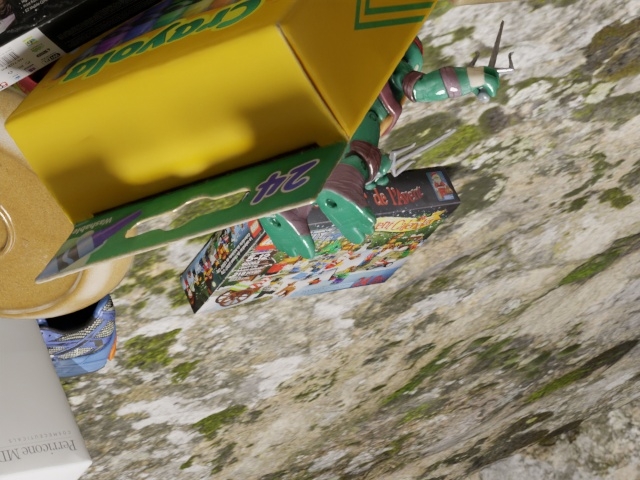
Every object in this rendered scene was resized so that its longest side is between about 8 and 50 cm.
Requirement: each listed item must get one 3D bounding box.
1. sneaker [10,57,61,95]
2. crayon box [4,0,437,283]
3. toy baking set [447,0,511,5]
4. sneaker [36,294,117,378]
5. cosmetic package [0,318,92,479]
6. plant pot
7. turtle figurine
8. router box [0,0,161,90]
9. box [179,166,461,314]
[{"bbox_3d":[-0.206,-0.092,1.339,0.208,0.081,0.094,-38,158,5],"label":"sneaker"},{"bbox_3d":[-0.043,-0.121,1.103,0.203,0.083,0.323,-16,-151,34],"label":"crayon box"},{"bbox_3d":[0.153,-0.243,1.428,0.256,0.030,0.196,-12,153,-30],"label":"toy baking set"},{"bbox_3d":[-0.281,0.084,1.699,0.221,0.083,0.087,-17,145,-33],"label":"sneaker"},{"bbox_3d":[-0.338,0.125,1.506,0.224,0.224,0.138,-6,153,-41],"label":"cosmetic package"},{"bbox_3d":[-0.243,-0.022,1.309,0.236,0.032,0.236,11,138,10],"label":"plant pot"},{"bbox_3d":[0.047,-0.093,1.497,0.234,0.118,0.175,-55,-175,-32],"label":"turtle figurine"},{"bbox_3d":[-0.152,-0.181,1.095,0.179,0.133,0.046,-27,159,9],"label":"router box"},{"bbox_3d":[0.000,0.000,1.820,0.233,0.044,0.159,-9,155,-35],"label":"box"}]
